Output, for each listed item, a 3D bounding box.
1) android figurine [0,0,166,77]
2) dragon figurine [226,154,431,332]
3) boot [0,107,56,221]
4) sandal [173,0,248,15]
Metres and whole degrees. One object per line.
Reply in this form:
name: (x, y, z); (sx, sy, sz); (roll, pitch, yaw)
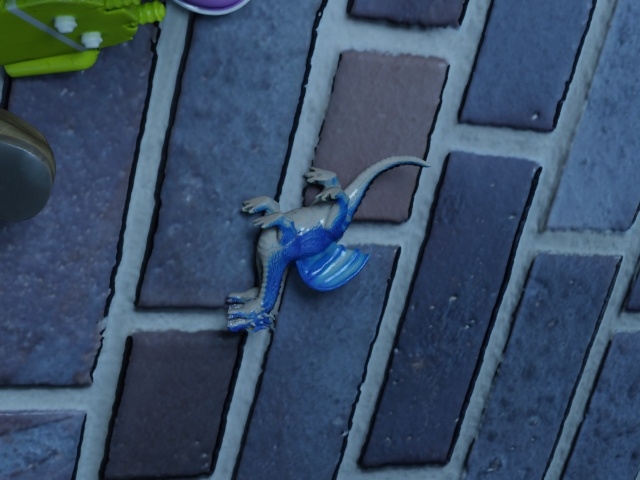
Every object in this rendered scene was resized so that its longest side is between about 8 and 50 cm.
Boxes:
android figurine: (-0.280, -0.200, 1.105); (0.272, 0.248, 0.056); (-6, 85, 9)
dragon figurine: (0.000, 0.000, 1.426); (0.289, 0.085, 0.144); (-27, 123, -11)
boot: (-0.403, -0.113, 1.175); (0.305, 0.115, 0.112); (23, 111, -15)
sandal: (-0.107, -0.373, 1.109); (0.169, 0.102, 0.416); (8, 134, -3)
